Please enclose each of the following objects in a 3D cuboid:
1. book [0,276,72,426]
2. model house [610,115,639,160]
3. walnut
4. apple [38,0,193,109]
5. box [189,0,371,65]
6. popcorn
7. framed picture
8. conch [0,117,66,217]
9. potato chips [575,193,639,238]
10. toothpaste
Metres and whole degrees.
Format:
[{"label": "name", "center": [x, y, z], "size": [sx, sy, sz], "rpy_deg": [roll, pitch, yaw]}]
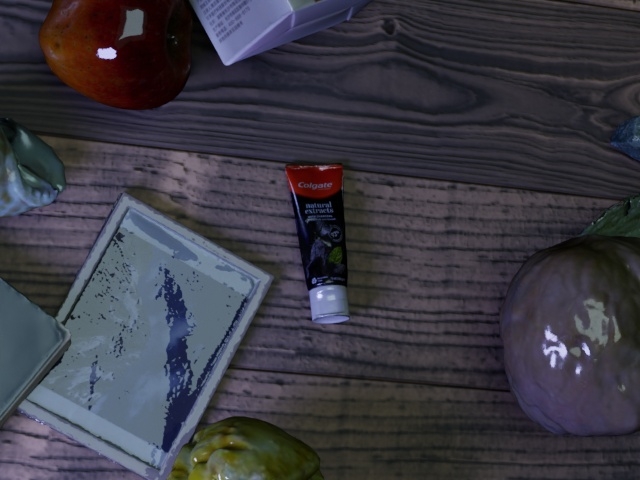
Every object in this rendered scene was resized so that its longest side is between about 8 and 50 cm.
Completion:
[{"label": "book", "center": [-0.490, 0.085, 1.768], "size": [0.371, 0.043, 0.260], "rpy_deg": [40, 74, 1]}, {"label": "model house", "center": [0.412, -0.130, 2.022], "size": [0.083, 0.079, 0.066], "rpy_deg": [19, 74, -8]}, {"label": "walnut", "center": [0.322, 0.104, 1.873], "size": [0.248, 0.248, 0.248], "rpy_deg": [3, 79, -14]}, {"label": "apple", "center": [-0.232, -0.223, 1.845], "size": [0.158, 0.156, 0.147], "rpy_deg": [2, 77, 16]}, {"label": "box", "center": [-0.081, -0.402, 1.880], "size": [0.225, 0.143, 0.341], "rpy_deg": [-27, 85, -43]}, {"label": "popcorn", "center": [-0.071, 0.300, 1.754], "size": [0.183, 0.204, 0.221], "rpy_deg": [-25, 106, 8]}, {"label": "framed picture", "center": [-0.201, 0.111, 1.854], "size": [0.209, 0.019, 0.281], "rpy_deg": [28, 74, -8]}, {"label": "conch", "center": [-0.370, -0.081, 1.808], "size": [0.173, 0.106, 0.116], "rpy_deg": [17, 55, -29]}, {"label": "potato chips", "center": [0.413, 0.028, 2.005], "size": [0.228, 0.059, 0.167], "rpy_deg": [29, 80, -12]}, {"label": "toothpaste", "center": [0.000, 0.000, 1.916], "size": [0.071, 0.045, 0.194], "rpy_deg": [-1, 74, -14]}]
